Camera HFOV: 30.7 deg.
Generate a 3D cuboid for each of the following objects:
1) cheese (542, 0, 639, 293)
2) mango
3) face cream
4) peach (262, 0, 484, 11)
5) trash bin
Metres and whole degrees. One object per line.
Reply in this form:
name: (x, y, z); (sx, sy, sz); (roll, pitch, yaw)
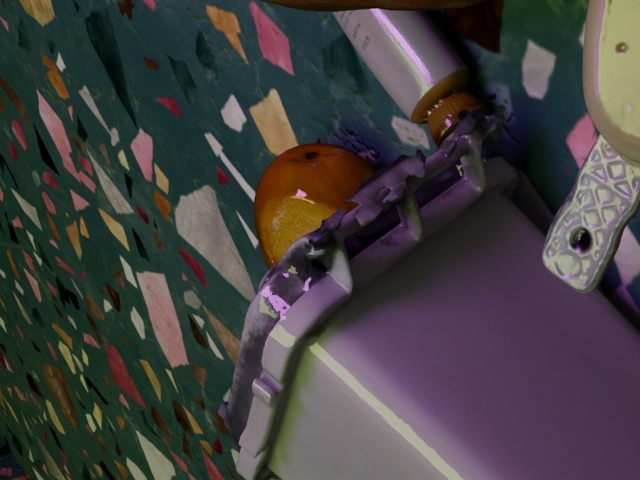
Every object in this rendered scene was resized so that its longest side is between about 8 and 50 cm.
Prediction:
cheese: (0.185, -0.069, 0.680); (0.127, 0.049, 0.235); (38, 129, 23)
mango: (0.004, -0.004, 1.052); (0.141, 0.102, 0.217); (30, 147, 14)
face cream: (0.055, -0.152, 0.871); (0.182, 0.051, 0.072); (55, 151, 15)
peach: (0.026, -0.226, 0.688); (0.235, 0.214, 0.214); (36, 144, 29)
trash bin: (0.130, 0.133, 0.816); (0.367, 0.255, 0.296); (43, 146, 20)
